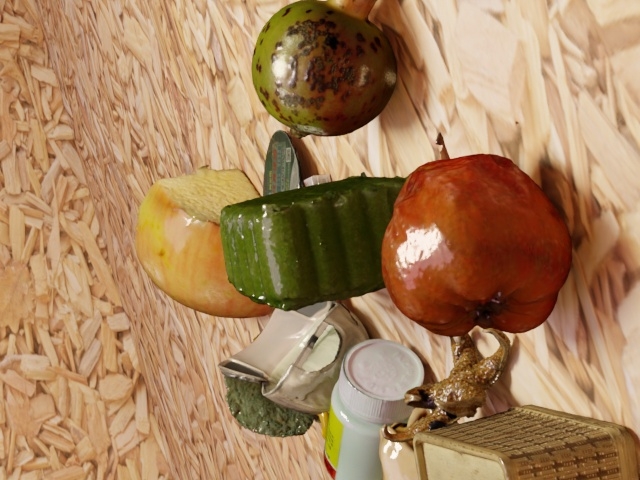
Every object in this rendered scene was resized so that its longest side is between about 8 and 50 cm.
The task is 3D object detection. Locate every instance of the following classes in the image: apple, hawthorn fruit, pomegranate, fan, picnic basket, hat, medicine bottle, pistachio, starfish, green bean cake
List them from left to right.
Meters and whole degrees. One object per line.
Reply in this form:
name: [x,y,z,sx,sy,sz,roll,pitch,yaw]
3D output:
apple: [-0.212,0.025,2.051,0.252,0.313,0.309,-59,-17,-54]
fan: [-0.056,-0.101,1.732,0.294,0.012,0.223,127,140,-56]
hat: [-0.037,0.188,1.670,0.275,0.232,0.161,10,137,50]
green bean cake: [0.000,0.000,1.426,0.250,0.246,0.157,-178,75,-67]
pomegranate: [0.025,-0.250,1.362,0.198,0.246,0.198,46,180,0]
medicine bottle: [0.081,0.269,1.525,0.139,0.139,0.226,-124,30,-41]
pistachio: [0.157,0.331,1.345,0.230,0.157,0.157,66,159,-7]
starfish: [0.160,0.189,1.271,0.074,0.190,0.146,44,171,-17]
hawthorn fruit: [0.160,-0.018,1.121,0.207,0.207,0.243,111,154,-54]
picnic basket: [0.246,0.359,1.142,0.228,0.175,0.313,172,89,-69]

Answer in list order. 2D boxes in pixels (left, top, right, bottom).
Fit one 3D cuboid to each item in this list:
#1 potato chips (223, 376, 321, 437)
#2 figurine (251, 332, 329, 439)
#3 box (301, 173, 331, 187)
potato chips: [-0.078,0.297,1.855,0.059,0.228,0.167,-51,62,21]
figurine: [-0.029,0.234,1.812,0.246,0.131,0.156,46,169,37]
box: [-0.016,-0.077,1.701,0.117,0.036,0.051,159,99,-68]
